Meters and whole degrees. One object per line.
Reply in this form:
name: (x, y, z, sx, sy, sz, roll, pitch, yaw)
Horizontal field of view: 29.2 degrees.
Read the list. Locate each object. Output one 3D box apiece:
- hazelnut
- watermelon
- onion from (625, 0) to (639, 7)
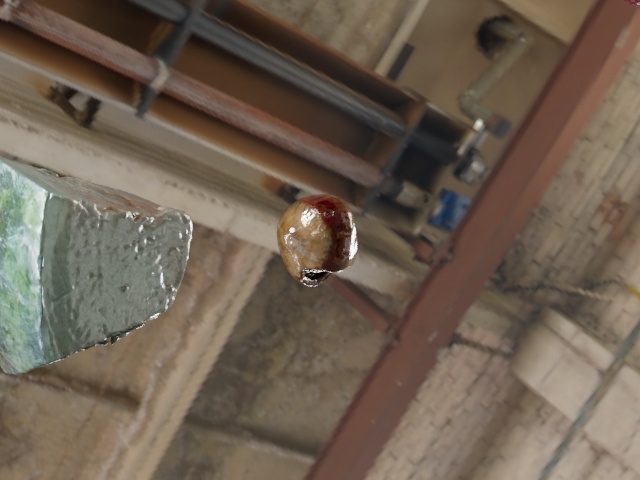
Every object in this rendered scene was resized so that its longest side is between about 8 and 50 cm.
hazelnut: (0.000, 0.000, 1.130, 0.086, 0.086, 0.086, -16, -56, -25)
watermelon: (-0.269, 0.021, 1.394, 0.258, 0.387, 0.228, -14, -97, -18)
onion: (0.363, -0.301, 1.336, 0.107, 0.097, 0.107, 8, -54, 11)
